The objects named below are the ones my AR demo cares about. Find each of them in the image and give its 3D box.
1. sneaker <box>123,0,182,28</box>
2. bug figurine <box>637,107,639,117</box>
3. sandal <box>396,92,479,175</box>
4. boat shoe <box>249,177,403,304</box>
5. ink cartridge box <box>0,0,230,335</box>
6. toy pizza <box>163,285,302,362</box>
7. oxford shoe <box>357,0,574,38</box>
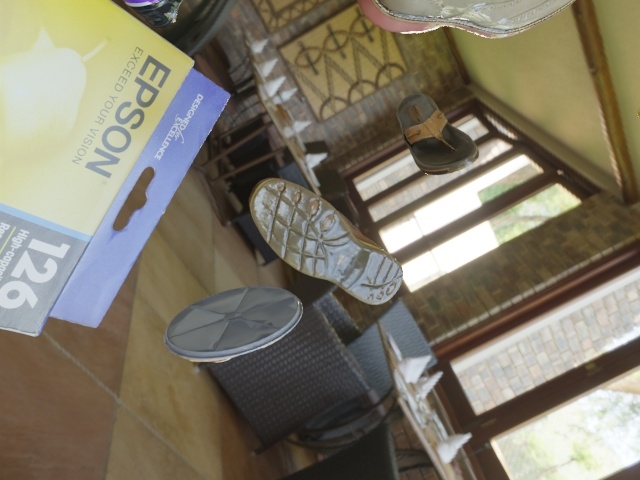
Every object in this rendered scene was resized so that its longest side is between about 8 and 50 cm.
[{"bbox_3d":[-0.185,-0.389,0.733,0.146,0.102,0.293,67,33,-61],"label":"sneaker"},{"bbox_3d":[0.360,-0.138,0.369,0.216,0.279,0.072,105,-35,-65],"label":"bug figurine"},{"bbox_3d":[0.168,-0.176,0.910,0.060,0.090,0.219,50,17,-42],"label":"sandal"},{"bbox_3d":[0.000,0.000,0.546,0.178,0.064,0.060,35,4,-32],"label":"boat shoe"},{"bbox_3d":[-0.247,-0.068,0.514,0.307,0.304,0.072,27,4,-45],"label":"ink cartridge box"},{"bbox_3d":[-0.123,0.122,0.844,0.201,0.201,0.032,-102,-178,-70],"label":"toy pizza"},{"bbox_3d":[0.223,-0.331,0.734,0.130,0.348,0.123,-12,-86,68],"label":"oxford shoe"}]
